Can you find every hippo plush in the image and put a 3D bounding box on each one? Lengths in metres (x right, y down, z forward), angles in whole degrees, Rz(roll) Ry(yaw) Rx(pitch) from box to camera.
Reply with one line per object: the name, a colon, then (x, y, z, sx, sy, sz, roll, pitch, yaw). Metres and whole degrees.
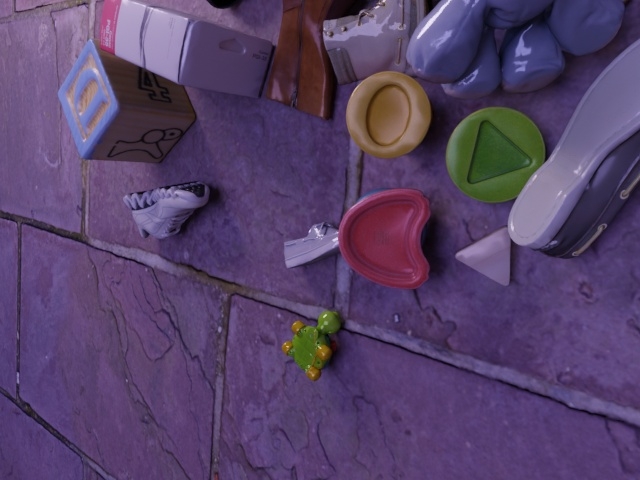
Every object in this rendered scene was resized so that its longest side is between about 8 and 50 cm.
hippo plush: (0.197, -0.335, 0.663, 0.234, 0.294, 0.237, -25, 59, 31)

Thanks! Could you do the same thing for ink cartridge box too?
ink cartridge box: (-0.267, -0.384, 1.073, 0.283, 0.207, 0.117, 31, 113, 34)

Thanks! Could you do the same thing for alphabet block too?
alphabet block: (-0.435, -0.303, 1.225, 0.192, 0.197, 0.194, -35, 72, 35)

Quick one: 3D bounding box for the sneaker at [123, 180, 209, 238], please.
sneaker: (-0.338, -0.067, 1.232, 0.292, 0.110, 0.118, -4, 98, 48)

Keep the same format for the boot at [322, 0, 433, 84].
boot: (0.081, -0.340, 0.806, 0.165, 0.077, 0.213, -1, 123, 20)

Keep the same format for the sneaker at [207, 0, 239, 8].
sneaker: (-0.158, -0.580, 1.042, 0.296, 0.104, 0.147, -47, 66, 38)

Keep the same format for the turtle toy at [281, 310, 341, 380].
turtle toy: (-0.006, 0.185, 0.992, 0.095, 0.066, 0.130, 40, 116, 30)

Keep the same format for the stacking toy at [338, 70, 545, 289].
stacking toy: (0.174, -0.084, 0.832, 0.279, 0.130, 0.309, 11, 104, 12)

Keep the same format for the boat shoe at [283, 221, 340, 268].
boat shoe: (0.000, 0.000, 0.982, 0.184, 0.066, 0.063, -25, 79, 48)

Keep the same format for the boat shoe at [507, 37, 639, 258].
boat shoe: (0.353, -0.109, 0.660, 0.305, 0.091, 0.109, -60, 22, 23)

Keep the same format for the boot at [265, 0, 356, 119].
boot: (0.019, -0.346, 0.918, 0.264, 0.096, 0.281, 21, 111, 28)

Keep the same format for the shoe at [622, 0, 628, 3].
shoe: (0.357, -0.394, 0.654, 0.076, 0.058, 0.219, 11, 100, 39)
